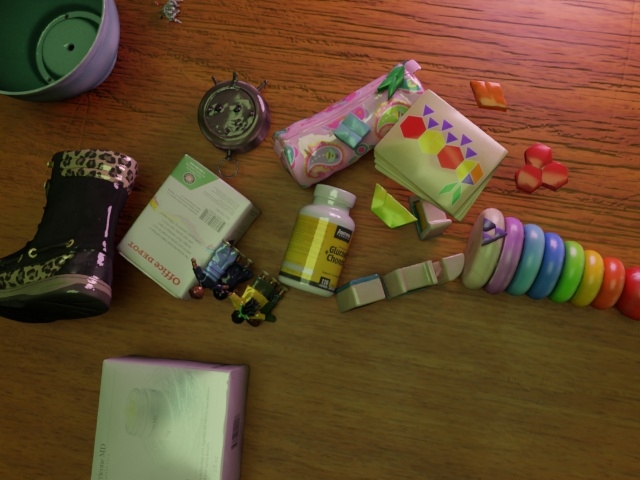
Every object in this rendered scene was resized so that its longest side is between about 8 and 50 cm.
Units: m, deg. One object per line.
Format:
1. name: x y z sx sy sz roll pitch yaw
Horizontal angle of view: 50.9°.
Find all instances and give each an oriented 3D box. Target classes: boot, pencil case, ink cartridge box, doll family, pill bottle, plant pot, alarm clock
1. boot: -0.488 -0.005 1.209 0.378 0.138 0.284 -7 62 35
2. pencil case: 0.057 -0.203 1.178 0.284 0.124 0.124 -30 82 4
3. ink cartridge box: -0.235 -0.020 1.210 0.154 0.093 0.212 36 88 10
4. doll family: -0.146 0.085 1.168 0.193 0.076 0.111 39 84 -13
5. pill bottle: 0.000 0.000 1.174 0.103 0.103 0.184 17 87 8
6. plant pot: -0.489 -0.377 1.224 0.293 0.196 0.292 -1 84 7
7. alarm clock: -0.162 -0.209 1.239 0.130 0.064 0.191 5 88 7

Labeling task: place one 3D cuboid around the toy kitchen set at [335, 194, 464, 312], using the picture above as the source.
1. toy kitchen set: 0.120 0.016 1.171 0.207 0.122 0.166 -14 81 -15

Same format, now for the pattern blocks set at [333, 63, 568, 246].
1. pattern blocks set: 0.195 -0.135 1.080 0.285 0.026 0.324 -40 78 1

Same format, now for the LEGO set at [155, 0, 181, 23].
1. LEGO set: -0.296 -0.453 1.296 0.083 0.023 0.054 35 89 9

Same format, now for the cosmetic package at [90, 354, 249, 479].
1. cosmetic package: -0.255 0.320 1.156 0.225 0.138 0.223 3 84 8

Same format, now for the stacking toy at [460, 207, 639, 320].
1. stacking toy: 0.410 0.057 1.118 0.331 0.141 0.141 17 86 1
